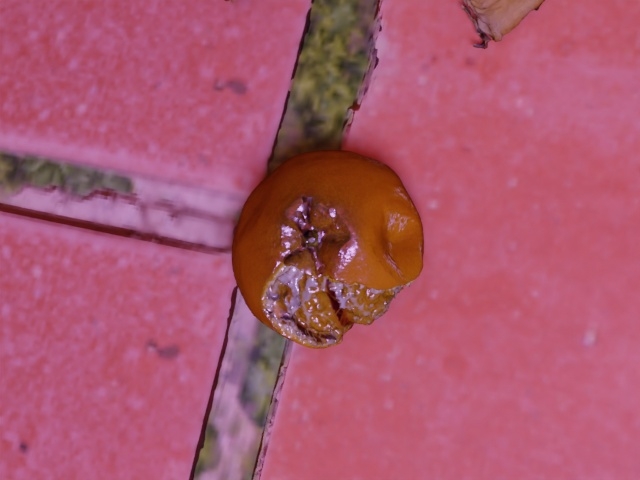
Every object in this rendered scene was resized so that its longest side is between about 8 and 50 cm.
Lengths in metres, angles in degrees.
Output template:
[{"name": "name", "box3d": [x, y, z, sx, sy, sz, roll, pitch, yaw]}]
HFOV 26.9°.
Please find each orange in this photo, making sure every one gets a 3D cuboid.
[{"name": "orange", "box3d": [0.000, 0.000, 0.571, 0.086, 0.062, 0.086, -5, 74, 18]}]

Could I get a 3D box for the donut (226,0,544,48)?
[{"name": "donut", "box3d": [0.028, -0.171, 0.592, 0.181, 0.078, 0.146, 13, 86, 20]}]
